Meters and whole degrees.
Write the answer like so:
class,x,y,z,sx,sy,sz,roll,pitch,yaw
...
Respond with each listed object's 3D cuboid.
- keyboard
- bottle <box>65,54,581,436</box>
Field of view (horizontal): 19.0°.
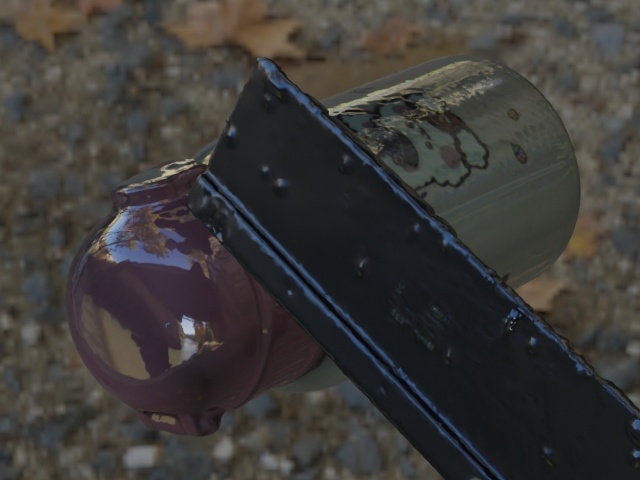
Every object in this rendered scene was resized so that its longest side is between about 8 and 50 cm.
class,x,y,z,sx,sy,sz,roll,pitch,yaw
keyboard,0.028,0.022,0.558,0.018,0.060,0.195,-1,38,-46
bottle,0.000,0.000,0.762,0.110,0.110,0.233,30,33,30
